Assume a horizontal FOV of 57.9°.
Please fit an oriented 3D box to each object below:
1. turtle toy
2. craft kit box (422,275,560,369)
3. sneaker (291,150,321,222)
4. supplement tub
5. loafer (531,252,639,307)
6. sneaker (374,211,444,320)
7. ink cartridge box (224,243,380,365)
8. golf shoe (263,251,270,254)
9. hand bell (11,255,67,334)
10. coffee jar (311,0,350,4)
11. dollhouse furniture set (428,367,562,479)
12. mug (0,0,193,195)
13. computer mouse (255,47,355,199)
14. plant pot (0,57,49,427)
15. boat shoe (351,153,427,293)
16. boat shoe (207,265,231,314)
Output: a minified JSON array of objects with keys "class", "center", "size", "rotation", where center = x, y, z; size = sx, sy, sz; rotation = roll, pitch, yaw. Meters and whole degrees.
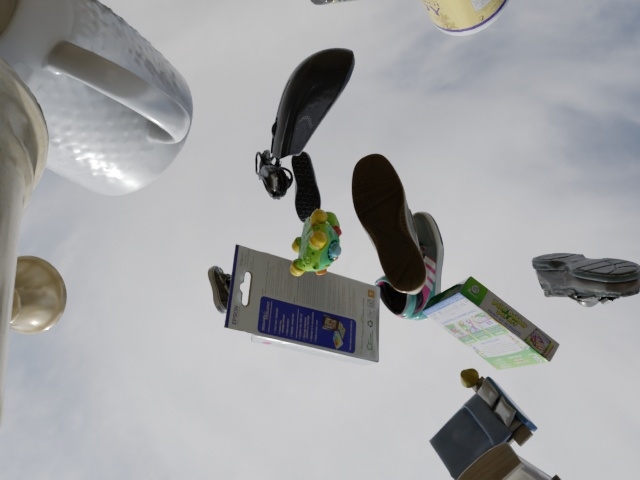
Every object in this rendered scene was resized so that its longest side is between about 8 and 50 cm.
[{"class":"turtle toy","center":[0.000,0.000,0.921],"size":[0.095,0.066,0.130],"rotation":[-53,-157,40]},{"class":"craft kit box","center":[0.388,0.203,1.362],"size":[0.246,0.250,0.061],"rotation":[40,-109,3]},{"class":"sneaker","center":[-0.042,-0.173,1.827],"size":[0.084,0.235,0.097],"rotation":[-4,-172,3]},{"class":"supplement tub","center":[0.352,-0.726,1.519],"size":[0.240,0.331,0.241],"rotation":[-9,-109,28]},{"class":"loafer","center":[0.448,0.073,0.971],"size":[0.096,0.084,0.267],"rotation":[-10,-175,-5]},{"class":"sneaker","center":[0.225,0.075,1.526],"size":[0.123,0.178,0.296],"rotation":[3,-83,49]},{"class":"ink cartridge box","center":[-0.033,0.143,1.215],"size":[0.069,0.370,0.176],"rotation":[-28,-130,49]},{"class":"golf shoe","center":[-0.120,0.082,1.552],"size":[0.085,0.186,0.068],"rotation":[-9,-120,1]},{"class":"hand bell","center":[-0.471,0.094,0.795],"size":[0.126,0.126,0.242],"rotation":[-27,-179,6]},{"class":"coffee jar","center":[0.058,-0.703,1.608],"size":[0.184,0.079,0.096],"rotation":[-20,-155,-28]},{"class":"dollhouse furniture set","center":[0.260,0.413,1.106],"size":[0.286,0.198,0.303],"rotation":[-47,-148,9]},{"class":"mug","center":[-0.368,-0.240,0.900],"size":[0.374,0.328,0.276],"rotation":[22,-98,26]},{"class":"computer mouse","center":[-0.042,-0.211,0.963],"size":[0.272,0.072,0.188],"rotation":[-57,-156,11]},{"class":"plant pot","center":[-0.388,0.027,0.464],"size":[0.333,0.334,0.306],"rotation":[-25,-120,7]},{"class":"boat shoe","center":[0.143,-0.032,1.194],"size":[0.109,0.098,0.303],"rotation":[-21,-106,9]},{"class":"boat shoe","center":[-0.296,0.142,1.794],"size":[0.070,0.078,0.219],"rotation":[-33,-142,4]}]
